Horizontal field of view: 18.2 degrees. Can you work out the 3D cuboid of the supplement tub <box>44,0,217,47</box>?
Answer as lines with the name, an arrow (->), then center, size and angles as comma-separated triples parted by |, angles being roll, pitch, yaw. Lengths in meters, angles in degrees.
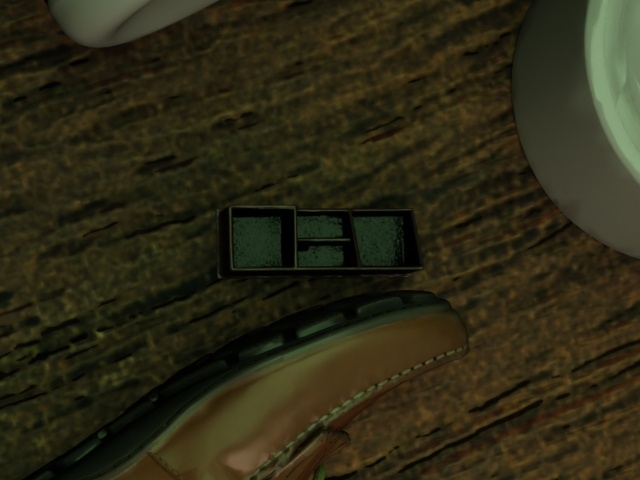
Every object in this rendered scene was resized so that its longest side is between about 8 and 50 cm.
supplement tub -> -0.123, -0.310, 1.202 | 0.241, 0.241, 0.331 | -29, 91, -11

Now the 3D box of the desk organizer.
desk organizer -> 0.000, 0.000, 1.294 | 0.130, 0.050, 0.047 | 0, 86, -11

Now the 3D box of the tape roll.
tape roll -> 0.262, -0.109, 1.292 | 0.246, 0.169, 0.246 | 1, 84, -10

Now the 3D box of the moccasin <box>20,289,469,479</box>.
moccasin -> -0.068, 0.158, 1.224 | 0.380, 0.139, 0.147 | -33, 93, -11
